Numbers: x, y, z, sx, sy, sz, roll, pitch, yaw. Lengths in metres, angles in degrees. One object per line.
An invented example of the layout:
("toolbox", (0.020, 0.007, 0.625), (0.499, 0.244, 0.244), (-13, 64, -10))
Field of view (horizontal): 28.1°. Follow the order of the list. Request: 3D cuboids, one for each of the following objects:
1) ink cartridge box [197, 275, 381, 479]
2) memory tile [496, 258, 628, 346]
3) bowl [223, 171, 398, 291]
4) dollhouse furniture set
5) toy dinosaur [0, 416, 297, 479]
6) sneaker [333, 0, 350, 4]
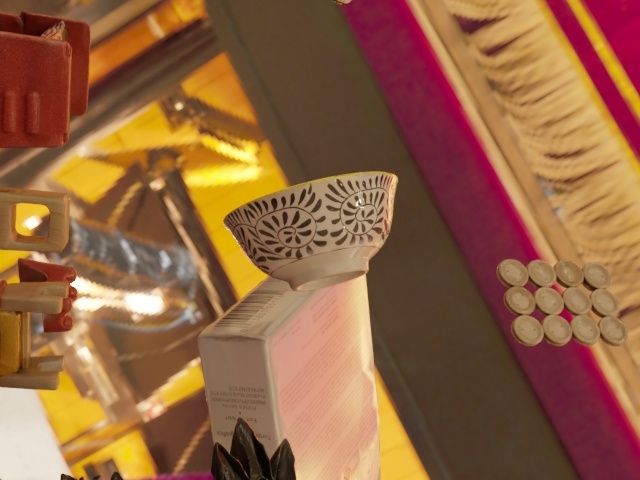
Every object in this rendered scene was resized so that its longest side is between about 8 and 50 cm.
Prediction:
("ink cartridge box", (-0.021, 0.229, 1.532), (0.308, 0.091, 0.385), (-42, 131, -61))
("memory tile", (0.273, 0.071, 1.451), (0.148, 0.012, 0.113), (2, 56, -20))
("bowl", (0.000, 0.000, 1.193), (0.170, 0.170, 0.080), (13, 61, -71))
("dollhouse furniture set", (-0.337, -0.050, 1.363), (0.201, 0.152, 0.374), (-105, -160, -75))
("toy dinosaur", (-0.102, 0.208, 0.646), (0.322, 0.218, 0.164), (41, 25, -1))
("sneaker", (0.005, -0.408, 1.296), (0.295, 0.178, 0.124), (57, 25, 12))
